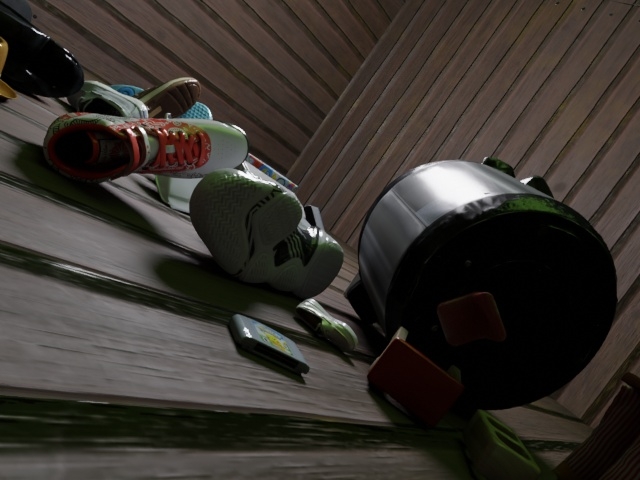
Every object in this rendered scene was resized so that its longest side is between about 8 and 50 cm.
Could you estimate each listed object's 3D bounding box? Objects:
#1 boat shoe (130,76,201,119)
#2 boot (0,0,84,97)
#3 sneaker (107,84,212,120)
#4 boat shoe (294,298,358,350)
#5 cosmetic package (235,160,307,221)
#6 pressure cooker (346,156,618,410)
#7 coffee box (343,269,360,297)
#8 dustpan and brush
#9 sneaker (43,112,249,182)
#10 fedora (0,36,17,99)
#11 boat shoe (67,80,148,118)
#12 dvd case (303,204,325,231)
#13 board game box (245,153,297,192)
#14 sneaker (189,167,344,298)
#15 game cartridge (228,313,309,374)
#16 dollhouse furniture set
[{"bbox_3d":[-0.416,-0.344,1.290,0.095,0.257,0.095,30,-38,24],"label":"boat shoe"},{"bbox_3d":[-0.652,-0.446,1.095,0.445,0.146,0.367,32,13,17],"label":"boot"},{"bbox_3d":[-0.454,-0.301,1.435,0.319,0.127,0.208,14,-25,-2],"label":"sneaker"},{"bbox_3d":[0.006,0.120,0.719,0.100,0.035,0.035,40,33,18],"label":"boat shoe"},{"bbox_3d":[-0.142,-0.095,1.340,0.238,0.107,0.127,24,28,-54],"label":"cosmetic package"},{"bbox_3d":[0.262,0.041,0.949,0.370,0.375,0.420,8,19,-10],"label":"pressure cooker"},{"bbox_3d":[0.197,0.146,1.303,0.168,0.118,0.297,36,4,23],"label":"coffee box"},{"bbox_3d":[-0.256,-0.142,0.958,0.061,0.211,0.147,-11,-12,23],"label":"dustpan and brush"},{"bbox_3d":[-0.222,-0.119,0.701,0.270,0.090,0.145,2,18,-18],"label":"sneaker"},{"bbox_3d":[-0.528,-0.288,0.777,0.194,0.079,0.194,34,3,-2],"label":"fedora"},{"bbox_3d":[-0.491,-0.299,1.154,0.228,0.079,0.081,20,29,21],"label":"boat shoe"},{"bbox_3d":[0.000,0.000,1.349,0.253,0.022,0.180,-34,108,-86],"label":"dvd case"},{"bbox_3d":[-0.227,-0.195,1.683,0.144,0.142,0.275,37,5,34],"label":"board game box"},{"bbox_3d":[-0.114,-0.032,0.804,0.210,0.137,0.366,37,-1,30],"label":"sneaker"},{"bbox_3d":[-0.052,0.103,0.526,0.083,0.017,0.056,33,1,-29],"label":"game cartridge"},{"bbox_3d":[0.259,0.200,0.602,0.374,0.201,0.152,36,4,6],"label":"dollhouse furniture set"}]
